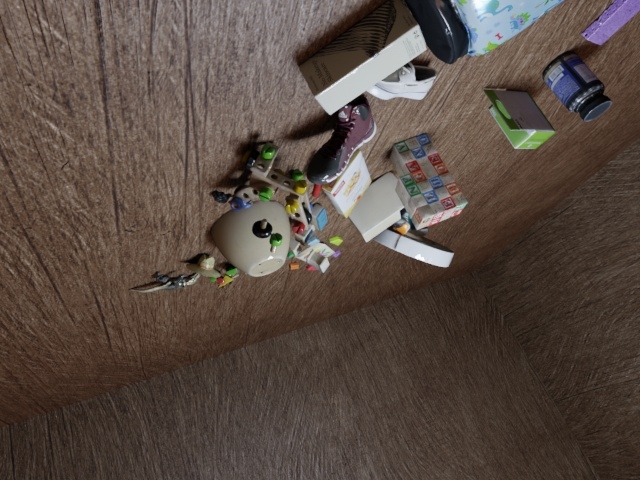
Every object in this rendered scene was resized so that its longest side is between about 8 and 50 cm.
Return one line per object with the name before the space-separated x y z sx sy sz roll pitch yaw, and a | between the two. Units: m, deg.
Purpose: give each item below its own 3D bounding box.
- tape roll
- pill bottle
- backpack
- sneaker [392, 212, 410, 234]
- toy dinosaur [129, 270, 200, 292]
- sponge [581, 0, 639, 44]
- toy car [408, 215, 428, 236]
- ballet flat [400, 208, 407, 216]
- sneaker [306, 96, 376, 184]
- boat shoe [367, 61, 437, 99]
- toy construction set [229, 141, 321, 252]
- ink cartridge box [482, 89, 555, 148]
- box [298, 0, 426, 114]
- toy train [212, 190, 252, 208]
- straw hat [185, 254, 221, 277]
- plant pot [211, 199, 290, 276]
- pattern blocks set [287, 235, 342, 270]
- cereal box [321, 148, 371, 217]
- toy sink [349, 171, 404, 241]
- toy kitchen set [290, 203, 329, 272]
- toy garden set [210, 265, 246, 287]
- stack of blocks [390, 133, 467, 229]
tape roll | 0.399 0.011 2.036 0.392 0.392 0.071 9 105 -54
pill bottle | 0.854 -0.507 1.520 0.123 0.219 0.122 -21 157 -9
backpack | 0.377 -0.558 0.937 0.356 0.273 0.290 -42 148 8
sneaker | 0.334 -0.114 1.929 0.121 0.099 0.262 -44 -162 6
toy dinosaur | -0.583 0.162 1.757 0.268 0.063 0.118 -7 159 -30
sponge | 0.925 -0.704 1.406 0.117 0.031 0.210 -7 151 -37
toy car | 0.415 -0.099 2.064 0.137 0.159 0.182 -3 -175 14
ballet flat | 0.361 -0.184 1.847 0.203 0.074 0.074 -53 167 -22
sneaker | 0.046 -0.297 1.271 0.281 0.107 0.162 -51 152 -20
boat shoe | 0.211 -0.430 1.206 0.268 0.096 0.088 -7 148 -38
toy construction set | -0.098 -0.175 1.340 0.309 0.257 0.237 -33 154 -39
ink cartridge box | 0.649 -0.414 1.563 0.255 0.188 0.097 -8 154 -32
box | 0.096 -0.428 1.072 0.275 0.113 0.094 -32 156 14
toy train | -0.275 -0.127 1.455 0.027 0.036 0.158 -38 154 29
straw hat | -0.431 0.086 1.725 0.145 0.145 0.061 12 100 -56
plant pot | -0.221 0.016 1.626 0.284 0.190 0.284 -21 158 -9
pattern blocks set | -0.021 0.065 2.154 0.285 0.026 0.325 -35 155 24
cereal box | 0.096 -0.195 1.572 0.173 0.047 0.240 -56 158 -6
toy sink | 0.225 -0.128 1.785 0.234 0.152 0.131 -36 161 3
toy kitchen set | 0.000 0.000 1.738 0.207 0.166 0.122 -55 164 -15
toy garden set | -0.317 0.128 1.836 0.245 0.049 0.204 -20 -173 -10
stack of blocks | 0.347 -0.205 1.573 0.171 0.297 0.087 -20 159 -10
